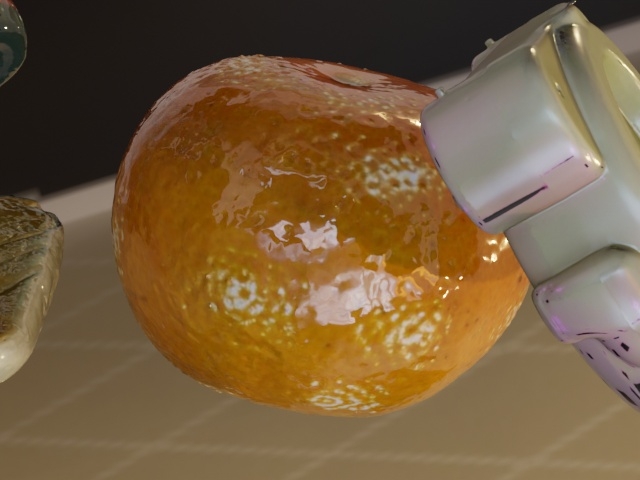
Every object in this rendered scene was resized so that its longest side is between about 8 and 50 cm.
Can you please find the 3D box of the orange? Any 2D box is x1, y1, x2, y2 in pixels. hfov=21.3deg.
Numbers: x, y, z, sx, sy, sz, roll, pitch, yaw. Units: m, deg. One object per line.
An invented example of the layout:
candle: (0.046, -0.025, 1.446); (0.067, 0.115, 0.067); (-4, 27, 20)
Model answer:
orange: (0.000, 0.000, 1.637); (0.424, 0.423, 0.326); (-81, -176, -75)

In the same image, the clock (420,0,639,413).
clock: (0.204, -0.005, 1.148); (0.309, 0.114, 0.284); (57, 19, -5)

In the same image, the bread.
bread: (-0.193, 0.031, 0.993); (0.214, 0.073, 0.053); (-94, -163, -66)

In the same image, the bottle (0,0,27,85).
bottle: (-0.356, -0.276, 1.380); (0.144, 0.144, 0.336); (49, 17, -74)
